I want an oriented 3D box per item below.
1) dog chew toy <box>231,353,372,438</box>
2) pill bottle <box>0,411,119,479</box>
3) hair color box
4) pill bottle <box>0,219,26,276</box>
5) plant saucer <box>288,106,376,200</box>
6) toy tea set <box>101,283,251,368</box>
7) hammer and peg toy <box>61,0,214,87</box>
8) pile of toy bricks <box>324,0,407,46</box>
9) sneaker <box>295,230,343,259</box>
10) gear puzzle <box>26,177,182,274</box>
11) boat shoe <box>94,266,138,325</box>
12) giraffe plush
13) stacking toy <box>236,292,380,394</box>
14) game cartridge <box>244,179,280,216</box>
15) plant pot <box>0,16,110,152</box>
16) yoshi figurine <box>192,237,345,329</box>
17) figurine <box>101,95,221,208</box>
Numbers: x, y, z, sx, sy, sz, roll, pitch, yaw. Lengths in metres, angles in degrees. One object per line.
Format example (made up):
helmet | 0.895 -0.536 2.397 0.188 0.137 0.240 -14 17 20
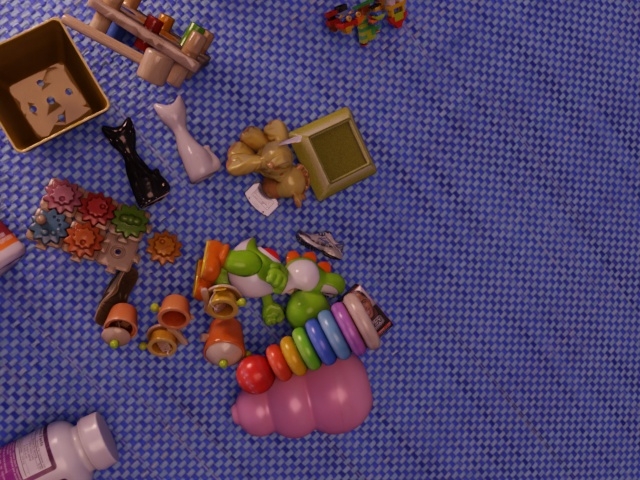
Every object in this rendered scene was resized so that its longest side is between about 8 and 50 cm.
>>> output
dog chew toy | -0.048 0.381 1.613 0.332 0.206 0.206 -13 95 -6
pill bottle | -0.613 0.504 1.483 0.302 0.169 0.169 -25 97 -12
hair color box | 0.115 0.186 1.722 0.072 0.043 0.141 -43 100 -9
pill bottle | -0.829 -0.056 1.382 0.224 0.224 0.392 -41 101 -10
plant saucer | 0.040 -0.221 1.676 0.188 0.045 0.188 -28 98 -21
toy tea set | -0.321 0.219 1.518 0.336 0.124 0.200 -8 132 3
hammer and peg toy | -0.367 -0.445 1.425 0.266 0.361 0.127 31 104 -12
pile of toy bricks | 0.113 -0.542 1.683 0.212 0.118 0.105 -32 128 -27
sneaker | 0.000 0.000 1.690 0.135 0.052 0.058 26 75 -21
gear puzzle | -0.482 -0.019 1.538 0.339 0.044 0.175 21 67 -14
boat shoe | -0.478 0.128 1.568 0.056 0.049 0.152 38 78 -31
giraffe plush | -0.100 -0.171 1.606 0.181 0.210 0.170 -60 138 -30
stacking toy | -0.036 0.253 1.523 0.331 0.141 0.141 -28 98 -3
game cartridge | -0.146 -0.102 1.662 0.083 0.017 0.056 46 77 -11
plant pot | -0.596 -0.318 1.453 0.212 0.187 0.212 -31 98 -11
yoshi figurine | -0.115 0.125 1.598 0.363 0.203 0.202 10 105 -17
figurine | -0.372 -0.214 1.569 0.215 0.092 0.209 -28 94 -13
